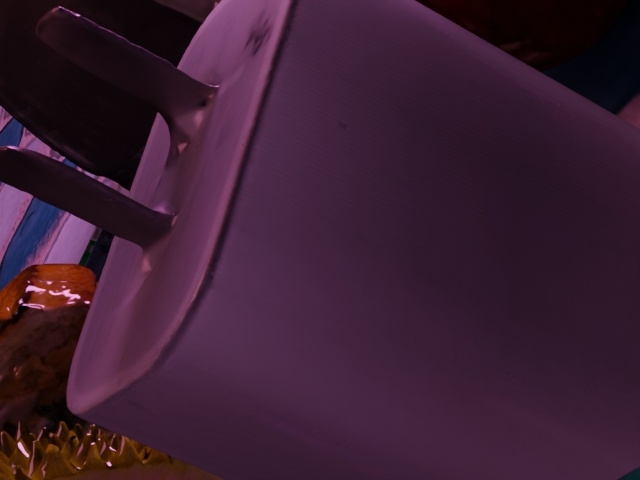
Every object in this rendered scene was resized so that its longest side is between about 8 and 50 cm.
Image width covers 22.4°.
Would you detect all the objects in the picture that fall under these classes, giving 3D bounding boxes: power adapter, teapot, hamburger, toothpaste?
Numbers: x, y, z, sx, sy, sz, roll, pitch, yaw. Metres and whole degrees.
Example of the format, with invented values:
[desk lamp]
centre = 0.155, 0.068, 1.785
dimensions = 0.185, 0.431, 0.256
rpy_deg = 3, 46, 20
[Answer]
[power adapter]
centre = 0.000, 0.000, 0.606
dimensions = 0.124, 0.255, 0.187
rpy_deg = -35, 34, 54
[teapot]
centre = -0.171, -0.172, 1.196
dimensions = 0.239, 0.239, 0.321
rpy_deg = -60, 23, 10
[hamburger]
centre = -0.179, 0.116, 1.025
dimensions = 0.283, 0.144, 0.156
rpy_deg = -53, 14, 20
[toothpaste]
centre = -0.188, 0.028, 1.301
dimensions = 0.020, 0.017, 0.083
rpy_deg = 11, 75, 65

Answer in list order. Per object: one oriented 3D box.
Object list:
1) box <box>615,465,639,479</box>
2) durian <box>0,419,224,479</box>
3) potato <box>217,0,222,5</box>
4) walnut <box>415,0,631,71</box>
[box]
centre = 0.126, 0.162, 0.341
dimensions = 0.337, 0.106, 0.264
rpy_deg = -43, 29, 42
[durian]
centre = -0.205, 0.229, 0.887
dimensions = 0.355, 0.169, 0.157
rpy_deg = -54, 1, 17
[potato]
centre = -0.055, -0.084, 0.980
dimensions = 0.120, 0.081, 0.149
rpy_deg = -49, 27, 23
[walnut]
centre = 0.083, -0.216, 0.755
dimensions = 0.244, 0.222, 0.269
rpy_deg = -9, -60, -78
